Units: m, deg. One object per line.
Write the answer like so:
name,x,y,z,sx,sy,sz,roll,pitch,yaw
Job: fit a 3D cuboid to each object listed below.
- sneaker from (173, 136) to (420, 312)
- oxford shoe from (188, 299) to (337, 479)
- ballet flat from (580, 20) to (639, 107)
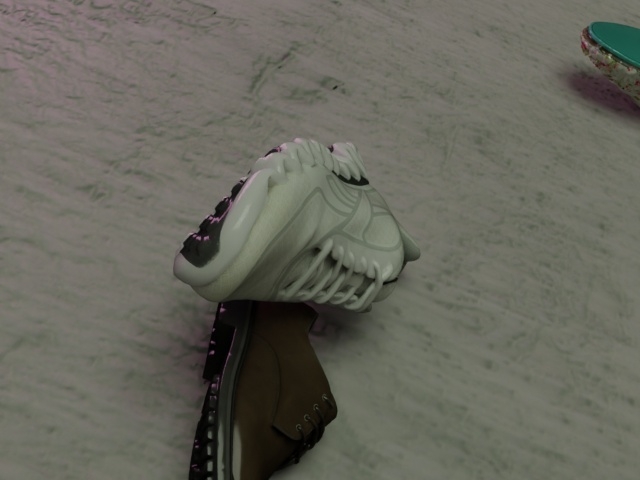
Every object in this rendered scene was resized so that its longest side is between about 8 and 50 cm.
sneaker,0.000,0.000,0.668,0.118,0.110,0.292,49,20,7
oxford shoe,-0.033,0.118,0.625,0.096,0.083,0.227,15,47,-8
ballet flat,0.383,-0.169,1.024,0.241,0.077,0.091,12,46,-5
